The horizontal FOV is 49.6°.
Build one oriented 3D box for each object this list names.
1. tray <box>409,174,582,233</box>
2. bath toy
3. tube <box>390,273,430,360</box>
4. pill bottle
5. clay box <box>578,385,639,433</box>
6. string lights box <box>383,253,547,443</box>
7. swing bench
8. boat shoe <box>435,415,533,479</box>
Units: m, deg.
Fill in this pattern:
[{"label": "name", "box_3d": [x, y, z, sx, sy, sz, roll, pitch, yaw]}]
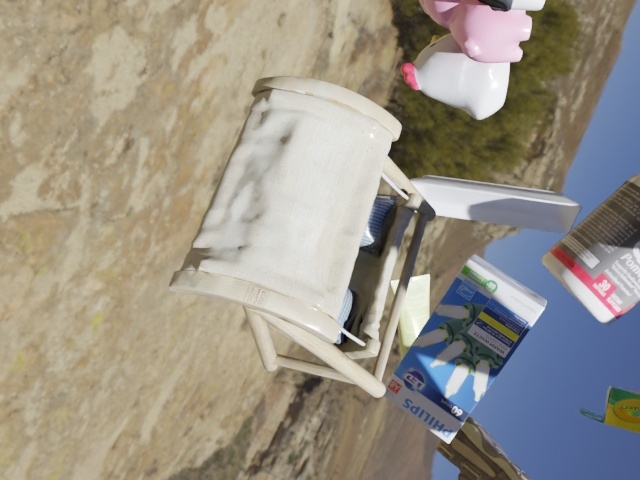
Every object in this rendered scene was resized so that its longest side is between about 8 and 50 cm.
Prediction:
[{"label": "tray", "box_3d": [0.275, -0.063, 1.125, 0.145, 0.270, 0.030, 57, 44, -69]}, {"label": "bath toy", "box_3d": [0.158, -0.262, 0.730, 0.348, 0.129, 0.151, 84, 11, -67]}, {"label": "tube", "box_3d": [0.203, 0.194, 1.497, 0.070, 0.062, 0.240, -25, 113, -58]}, {"label": "pill bottle", "box_3d": [0.579, -0.009, 1.261, 0.318, 0.176, 0.176, -45, 177, 12]}, {"label": "clay box", "box_3d": [0.456, 0.233, 0.899, 0.127, 0.222, 0.053, 26, 78, -67]}, {"label": "string lights box", "box_3d": [0.221, 0.167, 1.079, 0.260, 0.133, 0.077, -60, 165, 14]}, {"label": "swing bench", "box_3d": [0.000, 0.000, 0.755, 0.255, 0.165, 0.253, 58, 45, -56]}, {"label": "boat shoe", "box_3d": [0.356, 0.505, 1.438, 0.130, 0.132, 0.355, -46, -155, 2]}]
